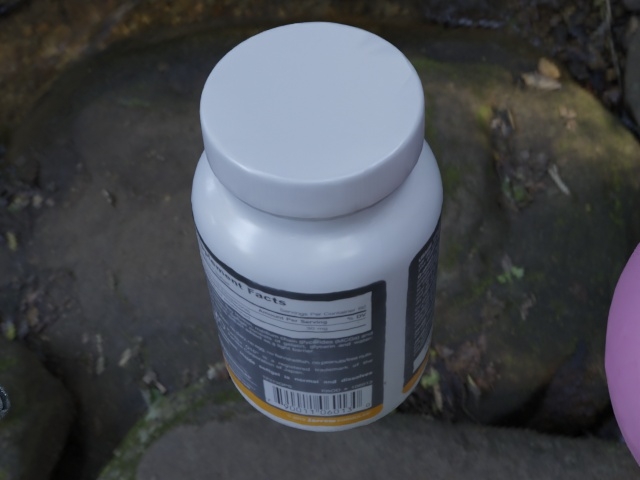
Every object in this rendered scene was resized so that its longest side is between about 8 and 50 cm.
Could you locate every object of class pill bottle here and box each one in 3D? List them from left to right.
[{"bbox_3d":[0.000,0.000,0.755,0.162,0.278,0.162,-1,52,2],"label":"pill bottle"}]

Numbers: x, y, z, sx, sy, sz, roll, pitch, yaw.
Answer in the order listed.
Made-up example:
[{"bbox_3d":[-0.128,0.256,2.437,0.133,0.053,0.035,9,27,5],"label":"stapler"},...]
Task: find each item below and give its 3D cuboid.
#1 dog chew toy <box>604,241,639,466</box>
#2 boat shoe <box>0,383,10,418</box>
[{"bbox_3d":[0.241,0.031,0.481,0.206,0.332,0.206,-2,69,4],"label":"dog chew toy"},{"bbox_3d":[-0.293,0.063,0.755,0.070,0.219,0.078,-22,47,11],"label":"boat shoe"}]
